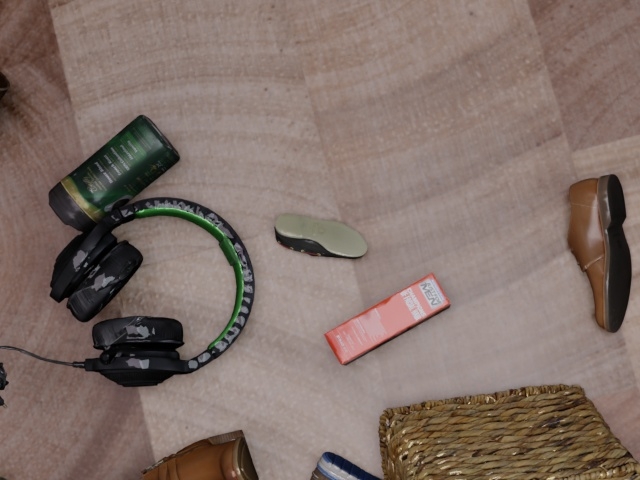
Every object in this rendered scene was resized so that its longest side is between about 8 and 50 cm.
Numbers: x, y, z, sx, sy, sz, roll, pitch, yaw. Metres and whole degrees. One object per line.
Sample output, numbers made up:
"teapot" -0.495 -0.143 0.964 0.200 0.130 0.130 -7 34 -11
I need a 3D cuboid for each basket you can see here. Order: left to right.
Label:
"basket" 0.241 0.338 1.721 0.299 0.223 0.214 -8 116 -11

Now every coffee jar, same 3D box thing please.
"coffee jar" -0.289 -0.088 1.848 0.184 0.096 0.079 -40 82 -1

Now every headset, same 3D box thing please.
"headset" -0.274 0.094 1.774 0.394 0.185 0.243 -29 87 -12

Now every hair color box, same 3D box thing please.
"hair color box" 0.091 0.108 1.794 0.167 0.093 0.053 -31 83 1

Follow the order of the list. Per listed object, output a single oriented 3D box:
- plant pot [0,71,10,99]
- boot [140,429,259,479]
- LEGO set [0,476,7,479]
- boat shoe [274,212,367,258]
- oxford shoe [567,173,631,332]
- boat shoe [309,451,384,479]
"plant pot" -0.581 -0.166 1.843 0.215 0.215 0.230 33 101 8
"boot" -0.162 0.311 1.740 0.152 0.197 0.073 -20 92 -5
"LEGO set" -0.594 0.368 1.770 0.331 0.192 0.255 31 87 8
"boat shoe" 0.001 -0.002 1.842 0.133 0.042 0.049 15 59 6
"oxford shoe" 0.375 0.020 1.803 0.076 0.076 0.212 -7 84 34
"boat shoe" 0.068 0.356 1.786 0.183 0.066 0.066 32 103 6
